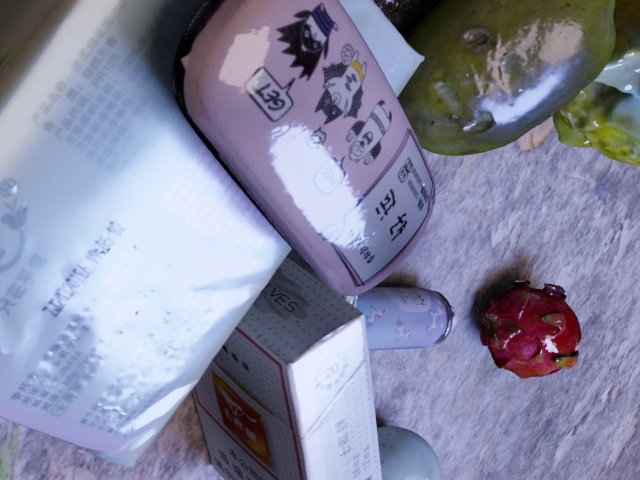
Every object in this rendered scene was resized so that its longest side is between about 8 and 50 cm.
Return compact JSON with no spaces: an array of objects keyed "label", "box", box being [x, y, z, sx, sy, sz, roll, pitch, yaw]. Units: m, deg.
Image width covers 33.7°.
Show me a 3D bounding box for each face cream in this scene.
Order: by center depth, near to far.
[{"label":"face cream","box":[0.075,0.090,1.220,0.229,0.075,0.075,3,114,-46]}]

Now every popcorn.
[{"label":"popcorn","box":[0.380,-0.216,1.181,0.277,0.225,0.276,-2,96,-20]}]

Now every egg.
[{"label":"egg","box":[0.092,0.310,1.348,0.131,0.131,0.164,-40,145,-17]}]

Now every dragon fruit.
[{"label":"dragon fruit","box":[0.288,0.124,1.408,0.166,0.133,0.136,38,81,-49]}]

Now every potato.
[{"label":"potato","box":[0.183,-0.182,1.050,0.228,0.148,0.197,-25,162,-7]}]

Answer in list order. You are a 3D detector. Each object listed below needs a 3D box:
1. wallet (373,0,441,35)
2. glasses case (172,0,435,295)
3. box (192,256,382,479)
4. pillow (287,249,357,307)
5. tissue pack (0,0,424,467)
[{"label":"wallet","box":[0.094,-0.267,1.022,0.232,0.031,0.122,-40,140,-16]},{"label":"glasses case","box":[0.001,-0.064,0.725,0.122,0.075,0.314,-48,144,-8]},{"label":"box","box":[-0.042,0.159,1.048,0.095,0.210,0.330,-31,135,-27]},{"label":"pillow","box":[0.000,0.000,1.027,0.050,0.148,0.229,-9,122,-26]},{"label":"tissue pack","box":[-0.159,-0.076,0.772,0.405,0.205,0.332,-53,140,-1]}]
